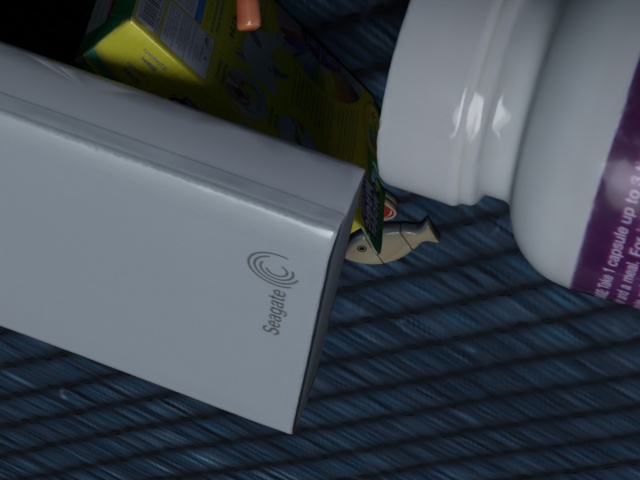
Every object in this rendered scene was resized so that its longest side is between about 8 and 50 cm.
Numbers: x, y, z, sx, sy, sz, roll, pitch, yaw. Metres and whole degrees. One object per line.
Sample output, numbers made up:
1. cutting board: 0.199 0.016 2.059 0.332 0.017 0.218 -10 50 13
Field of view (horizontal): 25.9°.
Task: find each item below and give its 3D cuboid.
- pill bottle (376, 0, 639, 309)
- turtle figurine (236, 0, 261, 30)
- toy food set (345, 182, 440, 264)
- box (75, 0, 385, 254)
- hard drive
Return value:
1. pill bottle: 0.185 -0.043 0.600 0.301 0.169 0.169 17 139 11
2. turtle figurine: -0.144 -0.185 0.558 0.217 0.087 0.269 -10 115 32
3. toy food set: 0.000 0.000 0.812 0.122 0.019 0.078 -22 128 32
4. box: -0.032 -0.071 0.679 0.043 0.105 0.179 -31 123 32
5. hard drive: -0.163 -0.020 0.690 0.353 0.047 0.233 19 151 4
